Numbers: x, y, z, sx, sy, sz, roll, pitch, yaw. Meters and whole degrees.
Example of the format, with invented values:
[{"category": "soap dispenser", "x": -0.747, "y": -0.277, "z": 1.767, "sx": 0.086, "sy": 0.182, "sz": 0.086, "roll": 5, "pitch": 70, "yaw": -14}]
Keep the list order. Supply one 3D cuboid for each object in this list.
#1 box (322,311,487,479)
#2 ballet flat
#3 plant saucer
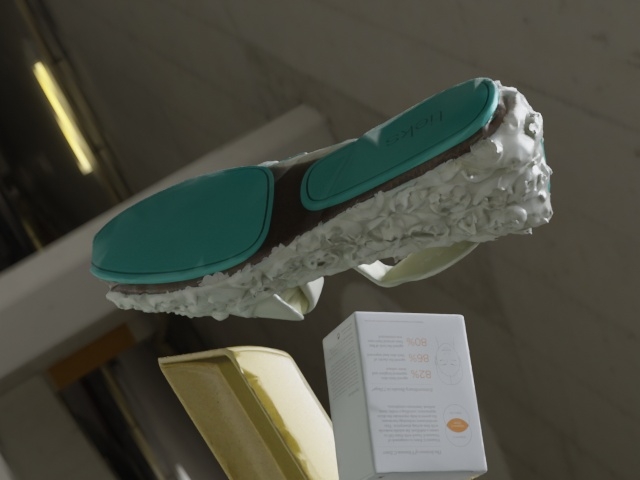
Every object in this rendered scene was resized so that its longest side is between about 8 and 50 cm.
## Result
[{"category": "box", "x": 0.085, "y": 0.169, "z": 1.346, "sx": 0.091, "sy": 0.130, "sz": 0.170, "roll": 135, "pitch": -46, "yaw": -58}, {"category": "ballet flat", "x": 0.000, "y": 0.000, "z": 1.043, "sx": 0.147, "sy": 0.409, "sz": 0.147, "roll": 40, "pitch": 41, "yaw": -47}, {"category": "plant saucer", "x": -0.047, "y": 0.260, "z": 1.595, "sx": 0.333, "sy": 0.081, "sz": 0.333, "roll": 59, "pitch": -22, "yaw": -5}]
